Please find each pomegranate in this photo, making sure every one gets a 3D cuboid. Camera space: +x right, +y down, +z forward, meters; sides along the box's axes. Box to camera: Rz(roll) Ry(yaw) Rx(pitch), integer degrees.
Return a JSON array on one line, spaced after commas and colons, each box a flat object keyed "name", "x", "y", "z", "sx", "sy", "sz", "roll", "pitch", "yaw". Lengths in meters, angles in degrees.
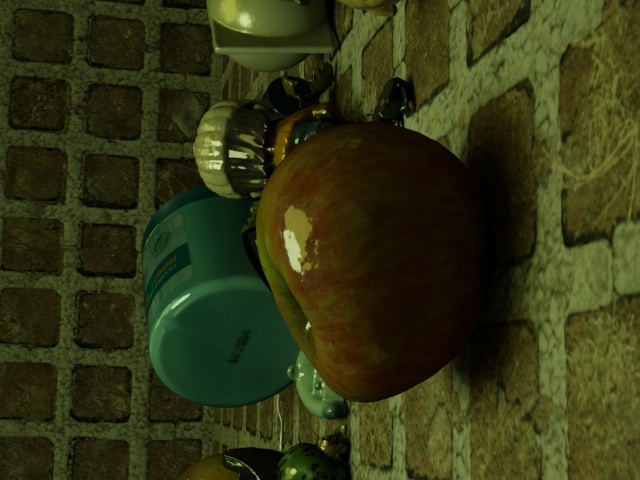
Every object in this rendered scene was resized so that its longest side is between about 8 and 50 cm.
[{"name": "pomegranate", "x": -0.004, "y": 0.374, "z": 1.719, "sx": 0.161, "sy": 0.122, "sz": 0.122, "roll": -57, "pitch": 14, "yaw": 1}]

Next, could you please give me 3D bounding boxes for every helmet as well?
[{"name": "helmet", "x": -0.110, "y": 0.489, "z": 1.954, "sx": 0.216, "sy": 0.193, "sz": 0.189, "roll": -169, "pitch": 88, "yaw": -77}]

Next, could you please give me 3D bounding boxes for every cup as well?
[{"name": "cup", "x": -0.068, "y": -0.264, "z": 2.128, "sx": 0.176, "sy": 0.131, "sz": 0.155, "roll": -65, "pitch": 4, "yaw": -32}]

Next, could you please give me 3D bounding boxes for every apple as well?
[{"name": "apple", "x": 0.071, "y": 0.019, "z": 1.168, "sx": 0.277, "sy": 0.250, "sz": 0.309, "roll": 45, "pitch": 154, "yaw": 54}]

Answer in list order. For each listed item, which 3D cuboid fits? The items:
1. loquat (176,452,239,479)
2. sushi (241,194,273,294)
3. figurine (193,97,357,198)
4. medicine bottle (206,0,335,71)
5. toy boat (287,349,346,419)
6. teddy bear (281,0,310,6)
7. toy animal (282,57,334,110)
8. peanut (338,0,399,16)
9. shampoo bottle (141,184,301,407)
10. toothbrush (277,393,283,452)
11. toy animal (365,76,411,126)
[{"name": "loquat", "x": -0.219, "y": 0.626, "z": 2.332, "sx": 0.275, "sy": 0.275, "sz": 0.275, "roll": -178, "pitch": 90, "yaw": -78}, {"name": "sushi", "x": 0.004, "y": -0.001, "z": 1.556, "sx": 0.200, "sy": 0.204, "sz": 0.213, "roll": -25, "pitch": 27, "yaw": 48}, {"name": "figurine", "x": -0.088, "y": -0.159, "z": 1.782, "sx": 0.332, "sy": 0.204, "sz": 0.185, "roll": 9, "pitch": 94, "yaw": 60}, {"name": "medicine bottle", "x": -0.107, "y": -0.471, "z": 2.034, "sx": 0.406, "sy": 0.236, "sz": 0.235, "roll": -101, "pitch": 18, "yaw": -49}, {"name": "toy boat", "x": -0.006, "y": 0.241, "z": 1.812, "sx": 0.208, "sy": 0.079, "sz": 0.134, "roll": -155, "pitch": 66, "yaw": -75}, {"name": "teddy bear", "x": -0.003, "y": -0.494, "z": 1.763, "sx": 0.267, "sy": 0.156, "sz": 0.256, "roll": -53, "pitch": 17, "yaw": 12}, {"name": "toy animal", "x": -0.030, "y": -0.224, "z": 1.964, "sx": 0.214, "sy": 0.094, "sz": 0.186, "roll": 121, "pitch": 146, "yaw": -59}, {"name": "peanut", "x": 0.065, "y": -0.444, "z": 1.457, "sx": 0.159, "sy": 0.143, "sz": 0.291, "roll": 149, "pitch": 126, "yaw": -63}, {"name": "shampoo bottle", "x": -0.189, "y": 0.111, "z": 2.089, "sx": 0.342, "sy": 0.331, "sz": 0.331, "roll": -108, "pitch": 24, "yaw": -54}, {"name": "toothbrush", "x": -0.089, "y": 0.406, "z": 2.302, "sx": 0.011, "sy": 0.013, "sz": 0.131, "roll": 102, "pitch": 167, "yaw": -78}, {"name": "toy animal", "x": 0.096, "y": -0.181, "z": 1.497, "sx": 0.135, "sy": 0.047, "sz": 0.065, "roll": 111, "pitch": 163, "yaw": -60}]
